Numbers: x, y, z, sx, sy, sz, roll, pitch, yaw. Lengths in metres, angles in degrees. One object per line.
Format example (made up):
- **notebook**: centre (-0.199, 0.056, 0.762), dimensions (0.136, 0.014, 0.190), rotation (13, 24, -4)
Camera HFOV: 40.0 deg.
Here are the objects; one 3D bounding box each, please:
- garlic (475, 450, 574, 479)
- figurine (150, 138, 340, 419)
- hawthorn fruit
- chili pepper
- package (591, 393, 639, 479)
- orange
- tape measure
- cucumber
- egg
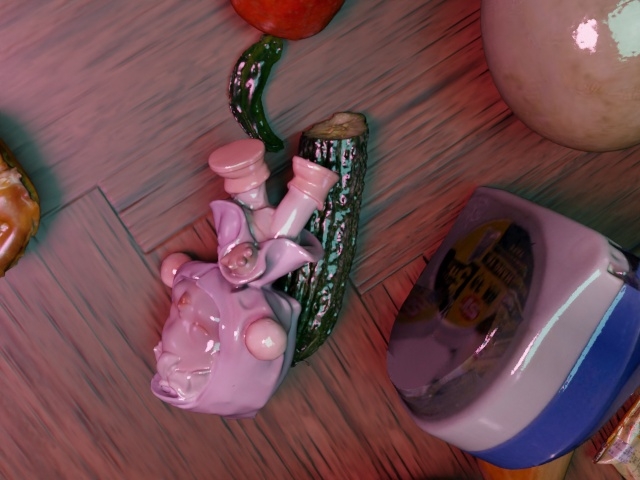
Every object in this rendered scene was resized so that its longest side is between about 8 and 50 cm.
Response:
- **garlic**: centre (0.236, 0.189, 0.971), dimensions (0.115, 0.128, 0.207), rotation (23, 88, 26)
- **figurine**: centre (-0.072, 0.045, 0.830), dimensions (0.133, 0.200, 0.276), rotation (9, 105, -41)
- **hawthorn fruit**: centre (-0.031, -0.247, 0.824), dimensions (0.125, 0.140, 0.125), rotation (-3, 132, -3)
- **chili pepper**: centre (-0.064, -0.146, 0.873), dimensions (0.055, 0.035, 0.118), rotation (0, 95, 2)
- **package**: centre (0.393, 0.248, 1.061), dimensions (0.120, 0.031, 0.108), rotation (36, 89, -23)
- **orange**: centre (-0.330, -0.045, 0.779), dimensions (0.160, 0.112, 0.170), rotation (16, 118, -28)
- **tape measure**: centre (0.186, 0.082, 0.866), dimensions (0.138, 0.259, 0.262), rotation (36, 93, -17)
- **cucumber**: centre (0.001, 0.000, 0.898), dimensions (0.077, 0.077, 0.265), rotation (5, 99, -16)
- **egg**: centre (0.262, -0.232, 0.851), dimensions (0.218, 0.218, 0.296), rotation (-13, 94, -13)
